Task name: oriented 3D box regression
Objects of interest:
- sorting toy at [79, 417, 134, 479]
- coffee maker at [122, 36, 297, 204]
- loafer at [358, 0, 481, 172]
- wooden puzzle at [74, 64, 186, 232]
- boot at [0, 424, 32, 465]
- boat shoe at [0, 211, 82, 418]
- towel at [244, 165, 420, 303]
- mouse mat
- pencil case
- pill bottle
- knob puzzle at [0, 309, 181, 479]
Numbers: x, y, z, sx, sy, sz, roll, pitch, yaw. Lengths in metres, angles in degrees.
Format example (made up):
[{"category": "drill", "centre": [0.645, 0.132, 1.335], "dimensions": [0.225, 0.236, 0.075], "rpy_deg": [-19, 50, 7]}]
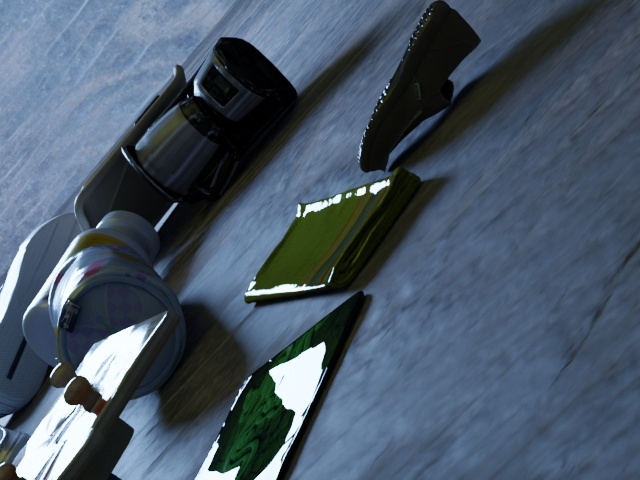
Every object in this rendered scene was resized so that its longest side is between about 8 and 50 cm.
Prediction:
[{"category": "sorting toy", "centre": [-0.210, 0.262, 1.067], "dimensions": [0.255, 0.089, 0.257], "rpy_deg": [-32, 25, 57]}, {"category": "coffee maker", "centre": [-0.124, -0.145, 1.896], "dimensions": [0.178, 0.120, 0.171], "rpy_deg": [-47, 12, 18]}, {"category": "loafer", "centre": [0.073, -0.108, 1.238], "dimensions": [0.148, 0.050, 0.056], "rpy_deg": [-63, 2, 28]}, {"category": "wooden puzzle", "centre": [-0.226, -0.077, 2.024], "dimensions": [0.238, 0.044, 0.221], "rpy_deg": [-58, -16, -21]}, {"category": "boot", "centre": [-0.397, 0.226, 1.791], "dimensions": [0.095, 0.123, 0.258], "rpy_deg": [-56, 13, -23]}, {"category": "boat shoe", "centre": [-0.387, 0.097, 2.140], "dimensions": [0.119, 0.121, 0.335], "rpy_deg": [-34, 22, 42]}, {"category": "towel", "centre": [0.000, 0.000, 1.247], "dimensions": [0.102, 0.021, 0.237], "rpy_deg": [-54, 12, -15]}, {"category": "mouse mat", "centre": [-0.041, 0.124, 1.067], "dimensions": [0.152, 0.007, 0.189], "rpy_deg": [-40, 15, 43]}, {"category": "pencil case", "centre": [-0.195, 0.074, 1.530], "dimensions": [0.273, 0.113, 0.124], "rpy_deg": [-148, 77, -78]}, {"category": "pill bottle", "centre": [-0.244, 0.052, 1.797], "dimensions": [0.103, 0.103, 0.184], "rpy_deg": [-40, 16, 43]}, {"category": "knob puzzle", "centre": [-0.174, 0.130, 1.021], "dimensions": [0.213, 0.030, 0.213], "rpy_deg": [-49, 14, 17]}]
